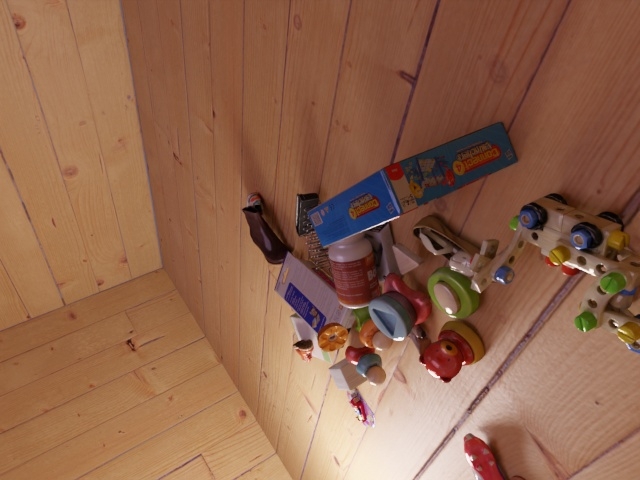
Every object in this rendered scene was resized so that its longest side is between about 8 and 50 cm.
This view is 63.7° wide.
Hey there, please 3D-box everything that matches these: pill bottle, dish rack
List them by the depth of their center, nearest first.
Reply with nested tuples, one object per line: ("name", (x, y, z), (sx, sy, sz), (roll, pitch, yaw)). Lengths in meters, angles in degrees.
("pill bottle", (0.089, 0.065, 1.405), (0.121, 0.121, 0.216), (21, 129, 54))
("dish rack", (0.000, 0.000, 1.607), (0.208, 0.074, 0.271), (95, 155, -58))

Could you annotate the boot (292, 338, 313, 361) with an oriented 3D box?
("boot", (-0.051, 0.432, 2.000), (0.084, 0.059, 0.158), (62, 160, 0))

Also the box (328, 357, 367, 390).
("box", (0.103, 0.463, 1.809), (0.087, 0.102, 0.101), (64, 153, 1))

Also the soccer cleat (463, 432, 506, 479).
("soccer cleat", (0.448, 0.633, 1.374), (0.095, 0.083, 0.247), (-98, -17, -81))

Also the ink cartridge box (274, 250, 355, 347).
("ink cartridge box", (-0.022, 0.198, 1.801), (0.371, 0.069, 0.175), (38, 117, 40))

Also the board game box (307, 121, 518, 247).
("board game box", (0.172, -0.104, 1.033), (0.308, 0.302, 0.086), (-24, 90, 63))

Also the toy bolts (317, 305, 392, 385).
("toy bolts", (0.121, 0.345, 1.580), (0.158, 0.218, 0.228), (-128, 21, -53))

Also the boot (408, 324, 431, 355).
("boot", (0.268, 0.273, 1.445), (0.087, 0.042, 0.118), (28, 134, 59))

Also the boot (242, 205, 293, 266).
("boot", (-0.209, -0.017, 1.964), (0.248, 0.090, 0.206), (26, 144, 52))

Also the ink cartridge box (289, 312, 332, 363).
("ink cartridge box", (-0.022, 0.375, 2.014), (0.235, 0.056, 0.171), (-1, 110, 57))

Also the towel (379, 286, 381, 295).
("towel", (0.165, 0.163, 1.568), (0.060, 0.009, 0.083), (34, 138, 47))

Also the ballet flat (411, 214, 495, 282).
("ballet flat", (0.297, 0.029, 1.162), (0.232, 0.073, 0.080), (43, 145, 37))

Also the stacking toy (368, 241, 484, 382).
("stacking toy", (0.239, 0.181, 1.263), (0.309, 0.130, 0.279), (31, 142, 38))

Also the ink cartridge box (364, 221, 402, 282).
("ink cartridge box", (0.127, 0.002, 1.472), (0.223, 0.045, 0.223), (13, 121, 57))

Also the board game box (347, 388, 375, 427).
("board game box", (0.140, 0.642, 1.955), (0.168, 0.033, 0.133), (55, 150, 22))

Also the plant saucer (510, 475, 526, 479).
("plant saucer", (0.516, 0.638, 1.307), (0.083, 0.013, 0.083), (39, 142, 40))

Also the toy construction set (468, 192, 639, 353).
("toy construction set", (0.421, 0.047, 0.894), (0.328, 0.151, 0.214), (21, 129, 40))

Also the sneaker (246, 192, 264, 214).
("sneaker", (-0.260, -0.111, 2.058), (0.075, 0.057, 0.161), (52, 147, 35))
